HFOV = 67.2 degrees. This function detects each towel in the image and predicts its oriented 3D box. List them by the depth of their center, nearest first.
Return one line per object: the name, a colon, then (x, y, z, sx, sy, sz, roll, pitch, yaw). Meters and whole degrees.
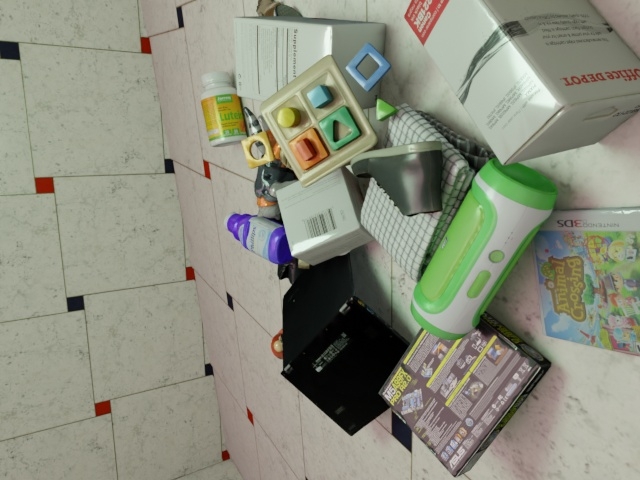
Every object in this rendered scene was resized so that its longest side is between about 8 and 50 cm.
towel: (0.198, -0.090, 0.923, 0.235, 0.121, 0.283, 56, 143, 44)

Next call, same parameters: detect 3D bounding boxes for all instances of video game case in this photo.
video game case: (0.406, 0.057, 0.713, 0.193, 0.023, 0.212, 3, 106, 61)

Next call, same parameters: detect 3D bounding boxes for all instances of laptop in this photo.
laptop: (0.072, 0.240, 1.309, 0.408, 0.236, 0.382, 41, 127, 5)

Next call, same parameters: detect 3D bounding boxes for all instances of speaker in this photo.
speaker: (0.255, 0.021, 0.786, 0.131, 0.131, 0.296, 50, 131, 39)

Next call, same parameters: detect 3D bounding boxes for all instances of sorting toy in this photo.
sorting toy: (-0.014, -0.222, 0.915, 0.348, 0.047, 0.196, -29, 88, 25)

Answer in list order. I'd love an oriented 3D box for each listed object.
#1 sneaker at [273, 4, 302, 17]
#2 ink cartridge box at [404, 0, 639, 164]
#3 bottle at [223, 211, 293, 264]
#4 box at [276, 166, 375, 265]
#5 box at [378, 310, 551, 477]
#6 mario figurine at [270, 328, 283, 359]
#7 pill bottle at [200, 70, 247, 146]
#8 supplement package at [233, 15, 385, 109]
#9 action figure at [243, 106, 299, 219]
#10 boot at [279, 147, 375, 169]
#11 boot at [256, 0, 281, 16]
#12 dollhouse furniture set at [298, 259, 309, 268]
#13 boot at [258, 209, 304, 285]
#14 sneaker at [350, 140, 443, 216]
sneaker: (-0.085, -0.490, 1.279, 0.163, 0.086, 0.226, -46, 64, 55)
ink cartridge box: (0.269, -0.249, 0.632, 0.272, 0.197, 0.114, 64, 152, 21)
bottle: (-0.196, -0.020, 1.508, 0.283, 0.092, 0.118, 24, 116, 39)
box: (0.013, -0.061, 1.155, 0.181, 0.119, 0.181, -23, 67, 18)
box: (0.259, 0.264, 0.911, 0.216, 0.060, 0.270, 42, 112, 39)
mario figurine: (-0.073, 0.329, 1.548, 0.320, 0.170, 0.198, -30, 36, 54)
pill bottle: (-0.352, -0.467, 1.721, 0.136, 0.136, 0.245, 2, 105, 61)
supplement package: (-0.029, -0.393, 1.059, 0.293, 0.178, 0.175, 24, 124, 36)
action figure: (-0.162, -0.227, 1.461, 0.341, 0.179, 0.330, 10, 102, 56)
boot: (-0.014, -0.245, 1.095, 0.206, 0.249, 0.090, 58, 141, 34)
boot: (-0.149, -0.671, 1.363, 0.118, 0.042, 0.086, -20, 77, 55)
dollhouse furniture set: (0.000, 0.000, 1.318, 0.161, 0.101, 0.181, 92, -178, -74)
boot: (-0.129, 0.019, 1.593, 0.246, 0.094, 0.207, 35, 129, 42)
sneaker: (0.124, -0.098, 0.839, 0.222, 0.083, 0.118, 3, 99, 64)
